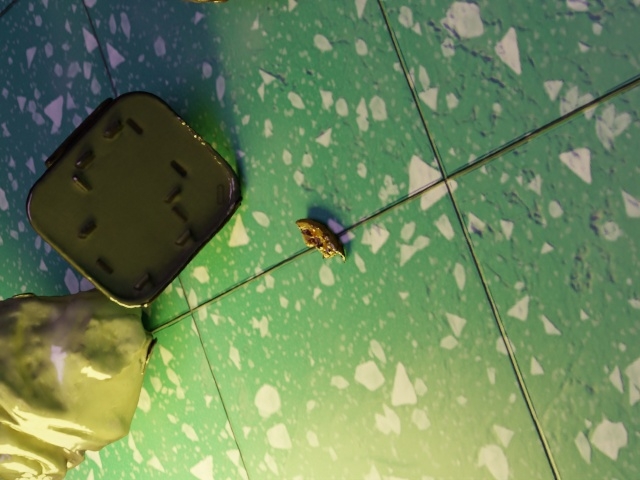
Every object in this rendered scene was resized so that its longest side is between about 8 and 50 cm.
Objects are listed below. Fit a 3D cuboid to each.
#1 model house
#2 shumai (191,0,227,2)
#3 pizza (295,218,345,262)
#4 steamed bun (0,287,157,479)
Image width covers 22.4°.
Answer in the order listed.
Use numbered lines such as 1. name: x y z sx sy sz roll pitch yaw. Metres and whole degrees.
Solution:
1. model house: -0.250 -0.061 2.034 0.205 0.218 0.278 46 174 -14
2. shumai: -0.123 -0.360 1.813 0.185 0.218 0.184 -116 15 -79
3. pizza: 0.000 0.000 1.847 0.083 0.016 0.037 39 133 33
4. steamed bun: -0.388 0.200 2.092 0.394 0.346 0.237 -13 82 26
